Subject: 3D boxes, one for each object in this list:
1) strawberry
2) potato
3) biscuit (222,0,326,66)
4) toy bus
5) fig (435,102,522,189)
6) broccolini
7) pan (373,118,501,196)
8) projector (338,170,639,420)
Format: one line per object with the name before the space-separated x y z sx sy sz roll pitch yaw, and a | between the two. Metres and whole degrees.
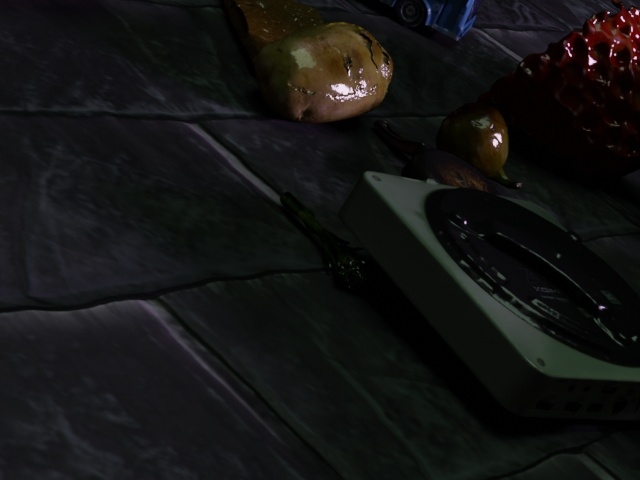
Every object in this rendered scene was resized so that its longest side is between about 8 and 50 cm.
strawberry | 0.306 -0.151 1.772 0.234 0.234 0.178 -17 78 -56
potato | 0.006 -0.171 1.568 0.170 0.080 0.107 -13 58 -38
biscuit | -0.037 -0.223 1.713 0.131 0.025 0.231 16 25 -22
toy bus | 0.078 -0.380 2.010 0.297 0.131 0.106 28 25 7
fig | 0.165 -0.095 1.604 0.082 0.098 0.084 -41 21 -27
broccolini | 0.000 0.000 1.311 0.035 0.030 0.140 -29 44 -17
pan | 0.113 -0.075 1.544 0.115 0.040 0.212 13 27 -36
projector | 0.178 0.042 1.297 0.257 0.079 0.259 7 34 -45
